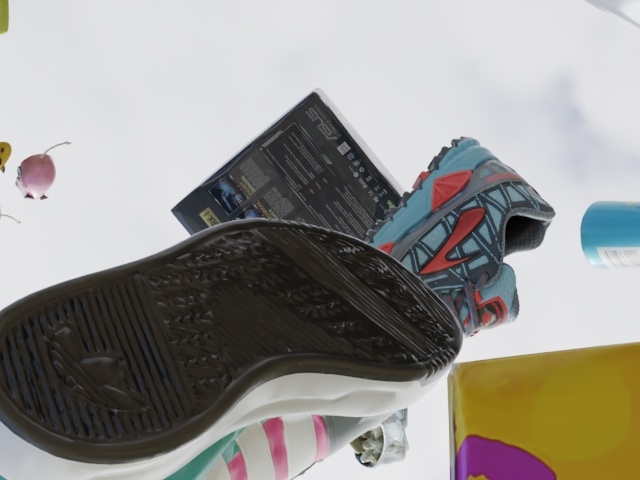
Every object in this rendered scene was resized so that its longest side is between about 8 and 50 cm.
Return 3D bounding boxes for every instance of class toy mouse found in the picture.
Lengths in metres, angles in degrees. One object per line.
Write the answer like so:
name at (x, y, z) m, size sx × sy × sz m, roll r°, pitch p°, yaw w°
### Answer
toy mouse at (-0.320, -0.046, 1.828) m, size 0.143 × 0.161 × 0.031 m, roll 83°, pitch 162°, yaw -55°

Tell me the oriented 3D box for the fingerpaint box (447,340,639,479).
fingerpaint box at (0.271, 0.171, 0.656) m, size 0.445 × 0.371 × 0.163 m, roll 57°, pitch -151°, yaw -62°

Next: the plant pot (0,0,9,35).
plant pot at (-0.438, -0.300, 1.772) m, size 0.228 × 0.207 × 0.227 m, roll -5°, pitch -86°, yaw -19°

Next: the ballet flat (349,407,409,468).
ballet flat at (0.051, 0.171, 1.729) m, size 0.188 × 0.070 × 0.070 m, roll 80°, pitch -160°, yaw -58°

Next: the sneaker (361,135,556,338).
sneaker at (0.092, 0.031, 1.379) m, size 0.125 × 0.104 × 0.262 m, roll 32°, pitch -120°, yaw 13°

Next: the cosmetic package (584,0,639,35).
cosmetic package at (0.335, -0.343, 1.156) m, size 0.329 × 0.327 × 0.394 m, roll 30°, pitch -110°, yaw -11°

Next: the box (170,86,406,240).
box at (0.000, 0.000, 1.717) m, size 0.233 × 0.183 × 0.059 m, roll 50°, pitch -169°, yaw -2°

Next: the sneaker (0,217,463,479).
sneaker at (-0.065, 0.100, 0.777) m, size 0.124 × 0.178 × 0.295 m, roll 46°, pitch -149°, yaw 22°

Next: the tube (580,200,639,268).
tube at (0.286, -0.003, 1.298) m, size 0.080 × 0.207 × 0.052 m, roll 7°, pitch -95°, yaw -48°
